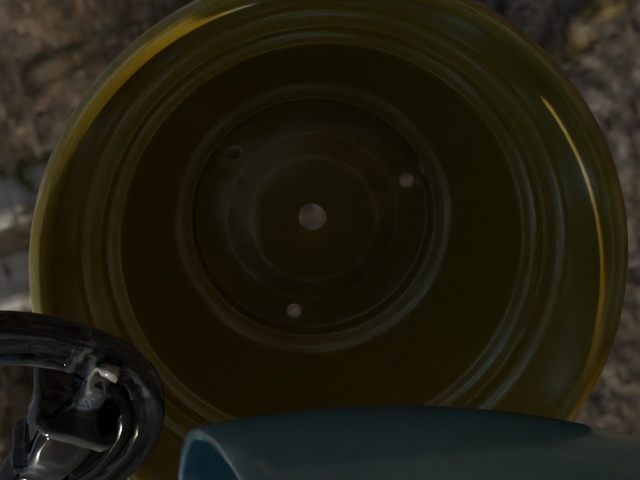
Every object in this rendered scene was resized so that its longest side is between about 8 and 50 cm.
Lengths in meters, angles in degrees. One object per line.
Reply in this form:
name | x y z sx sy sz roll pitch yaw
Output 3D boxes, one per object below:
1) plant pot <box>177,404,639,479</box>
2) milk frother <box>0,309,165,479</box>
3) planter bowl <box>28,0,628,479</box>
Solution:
plant pot | 0.087 0.177 0.573 0.290 0.195 0.290 167 90 -76
milk frother | -0.092 0.067 0.318 0.129 0.143 0.135 124 149 -60
planter bowl | 0.000 0.000 0.704 0.090 0.217 0.217 -113 10 -74
